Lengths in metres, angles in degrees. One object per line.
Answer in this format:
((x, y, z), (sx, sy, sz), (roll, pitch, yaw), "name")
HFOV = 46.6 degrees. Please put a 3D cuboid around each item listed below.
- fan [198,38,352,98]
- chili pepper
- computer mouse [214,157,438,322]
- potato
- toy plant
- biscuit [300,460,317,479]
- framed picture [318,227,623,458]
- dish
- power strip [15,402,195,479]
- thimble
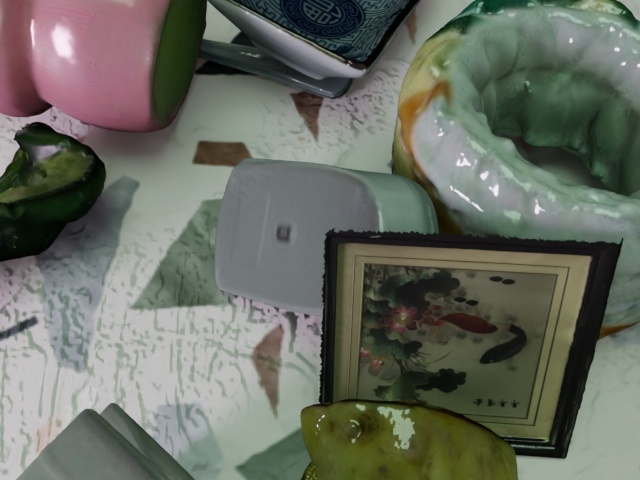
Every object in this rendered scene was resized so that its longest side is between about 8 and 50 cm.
((-0.102, -0.198, 0.794), (0.281, 0.023, 0.057), (13, 60, 10), "fan")
((-0.304, -0.003, 0.627), (0.148, 0.116, 0.264), (18, 37, 36), "chili pepper")
((0.000, 0.000, 0.605), (0.230, 0.079, 0.128), (14, 91, 45), "computer mouse")
((0.060, 0.179, 0.494), (0.149, 0.081, 0.120), (24, 56, -23), "potato")
((-0.292, -0.224, 0.716), (0.356, 0.317, 0.211), (8, 94, 0), "toy plant")
((0.025, 0.193, 0.553), (0.083, 0.023, 0.084), (-1, 59, 2), "biscuit")
((0.096, 0.079, 0.530), (0.195, 0.200, 0.010), (3, 31, 3), "framed picture")
((0.004, -0.249, 0.765), (0.181, 0.080, 0.243), (28, 52, 5), "dish")
((-0.104, 0.213, 0.442), (0.141, 0.229, 0.261), (-46, 33, -21), "power strip")
((0.196, -0.061, 0.607), (0.254, 0.167, 0.288), (-38, 67, -23), "thimble")
